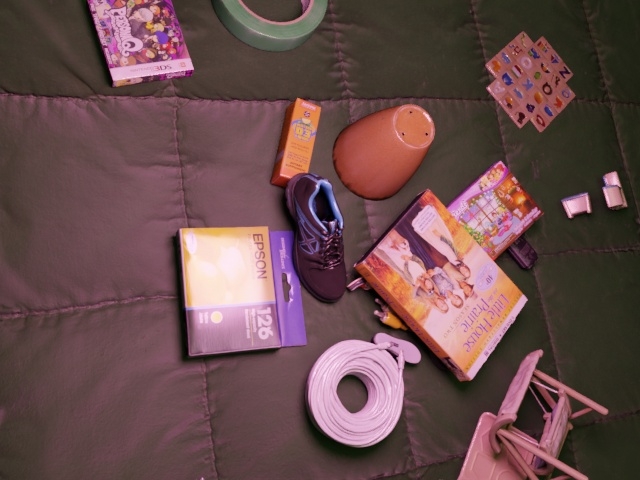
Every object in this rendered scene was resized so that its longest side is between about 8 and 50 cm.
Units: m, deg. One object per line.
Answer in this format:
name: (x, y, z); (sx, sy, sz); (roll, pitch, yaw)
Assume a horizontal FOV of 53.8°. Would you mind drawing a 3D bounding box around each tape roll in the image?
tape roll: (-0.141, -0.688, 1.757); (0.321, 0.077, 0.321); (6, 74, -21)

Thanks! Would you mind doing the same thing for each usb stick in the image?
usb stick: (0.542, -0.034, 1.877); (0.278, 0.045, 0.077); (49, 58, -4)

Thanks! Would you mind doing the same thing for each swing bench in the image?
swing bench: (0.580, 0.476, 1.661); (0.254, 0.165, 0.253); (41, 49, 4)

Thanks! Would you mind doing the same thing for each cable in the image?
cable: (0.267, 0.228, 1.709); (0.287, 0.072, 0.139); (45, 56, -19)
cable: (0.084, 0.377, 1.567); (0.257, 0.089, 0.257); (6, 75, -19)

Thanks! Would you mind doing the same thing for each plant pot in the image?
plant pot: (0.189, -0.253, 1.679); (0.237, 0.254, 0.237); (5, 76, -21)

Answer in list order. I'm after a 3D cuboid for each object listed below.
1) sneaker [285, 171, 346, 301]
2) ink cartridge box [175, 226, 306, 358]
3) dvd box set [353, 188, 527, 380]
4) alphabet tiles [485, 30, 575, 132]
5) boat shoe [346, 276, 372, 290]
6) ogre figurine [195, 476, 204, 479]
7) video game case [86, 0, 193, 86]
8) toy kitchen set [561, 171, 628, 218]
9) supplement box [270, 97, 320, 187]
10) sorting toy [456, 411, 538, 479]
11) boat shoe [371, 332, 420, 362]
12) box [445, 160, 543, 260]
sneaker: (0.000, 0.000, 1.573); (0.125, 0.139, 0.341); (-21, 104, -24)
ink cartridge box: (-0.184, 0.118, 1.539); (0.307, 0.072, 0.304); (-3, 78, -20)
dvd box set: (0.327, 0.115, 1.672); (0.420, 0.062, 0.307); (48, 64, -6)
alphabet tiles: (0.697, -0.527, 2.084); (0.342, 0.011, 0.285); (-43, 95, -25)
boat shoe: (0.131, 0.108, 1.678); (0.137, 0.049, 0.043); (-23, 88, -30)
ogre figurine: (-0.287, 0.598, 1.360); (0.197, 0.097, 0.118); (-24, 98, -14)
video game case: (-0.458, -0.516, 1.605); (0.210, 0.042, 0.232); (-15, 82, -26)
toy kitchen set: (0.877, -0.146, 2.031); (0.207, 0.166, 0.122); (2, 73, -59)
supplement box: (-0.065, -0.255, 1.675); (0.078, 0.080, 0.233); (17, 69, -19)
sorting toy: (0.474, 0.596, 1.696); (0.193, 0.038, 0.208); (32, 72, -11)
boat shoe: (0.198, 0.282, 1.661); (0.142, 0.040, 0.049); (28, 69, -13)
box: (0.468, -0.058, 1.807); (0.293, 0.057, 0.201); (-42, 93, -10)
